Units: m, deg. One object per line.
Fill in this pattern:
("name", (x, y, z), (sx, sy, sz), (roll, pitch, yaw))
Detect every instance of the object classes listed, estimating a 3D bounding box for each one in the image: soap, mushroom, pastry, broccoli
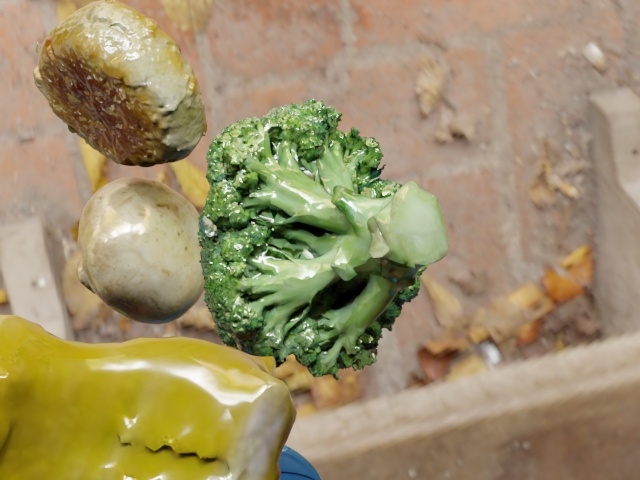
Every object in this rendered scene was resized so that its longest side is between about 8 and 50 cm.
("soap", (-0.190, 0.149, 0.623), (0.169, 0.304, 0.339), (29, 84, -36))
("mushroom", (-0.197, 0.011, 1.858), (0.127, 0.166, 0.166), (-15, 125, 34))
("pastry", (-0.202, -0.159, 1.762), (0.093, 0.192, 0.182), (-45, 110, -30))
("broccoli", (0.000, 0.000, 1.570), (0.270, 0.270, 0.270), (5, 82, -37))

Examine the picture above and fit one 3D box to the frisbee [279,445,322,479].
("frisbee", (-0.107, 0.305, 1.785), (0.242, 0.045, 0.242), (-7, 123, -10))
